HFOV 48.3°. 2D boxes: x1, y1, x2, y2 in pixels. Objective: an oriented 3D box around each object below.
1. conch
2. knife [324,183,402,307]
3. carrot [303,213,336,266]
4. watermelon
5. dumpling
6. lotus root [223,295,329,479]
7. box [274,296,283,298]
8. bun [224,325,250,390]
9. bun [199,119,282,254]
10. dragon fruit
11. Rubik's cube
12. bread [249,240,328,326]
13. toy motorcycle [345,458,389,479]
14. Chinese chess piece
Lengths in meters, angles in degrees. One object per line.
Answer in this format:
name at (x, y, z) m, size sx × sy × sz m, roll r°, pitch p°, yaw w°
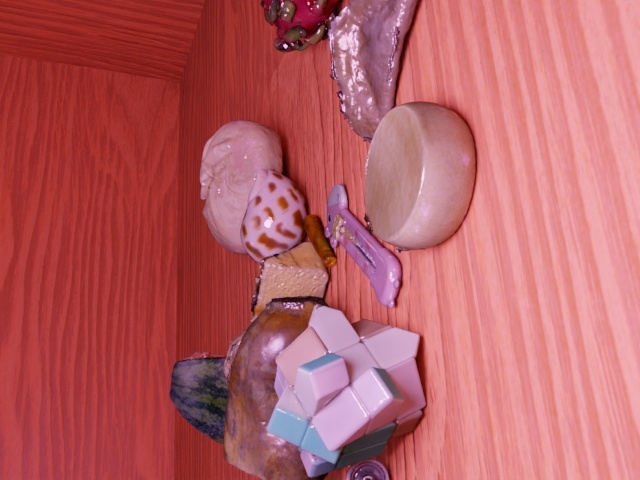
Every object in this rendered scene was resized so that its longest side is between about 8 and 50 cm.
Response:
conch at (-0.102, -0.026, 1.694) m, size 0.148 × 0.182 × 0.275 m, roll 21°, pitch 119°, yaw 40°
knife at (0.070, 0.003, 1.375) m, size 0.399 × 0.038 × 0.132 m, roll -128°, pitch 43°, yaw -61°
carrot at (0.000, 0.000, 1.569) m, size 0.171 × 0.042 × 0.042 m, roll -117°, pitch 37°, yaw -50°
watermelon at (-0.277, 0.445, 2.020) m, size 0.292 × 0.283 × 0.251 m, roll 73°, pitch -150°, yaw -73°
dumpling at (0.100, -0.356, 1.305) m, size 0.166 × 0.086 × 0.332 m, roll 33°, pitch 122°, yaw 31°
lotus root at (-0.058, 0.277, 1.384) m, size 0.250 × 0.250 × 0.346 m, roll -163°, pitch 79°, yaw -70°
box at (-0.071, 0.259, 1.571) m, size 0.044 × 0.142 × 0.285 m, roll -53°, pitch -18°, yaw -58°
bun at (-0.158, 0.319, 1.767) m, size 0.259 × 0.152 × 0.260 m, roll -176°, pitch 90°, yaw -72°
bun at (-0.216, -0.144, 1.908) m, size 0.361 × 0.212 × 0.361 m, roll -177°, pitch 90°, yaw -79°
dragon fruit at (-0.039, -0.542, 1.610) m, size 0.218 × 0.198 × 0.273 m, roll 63°, pitch 180°, yaw 3°
Rubik's cube at (0.030, 0.226, 1.127) m, size 0.213 × 0.265 × 0.224 m, roll 102°, pitch 148°, yaw -50°
bread at (-0.062, 0.142, 1.599) m, size 0.178 × 0.141 × 0.266 m, roll -42°, pitch -26°, yaw -53°
toy motorcycle at (0.007, 0.487, 1.232) m, size 0.127 × 0.275 × 0.205 m, roll 58°, pitch 174°, yaw 13°
Chinese chess piece at (0.148, -0.098, 1.106) m, size 0.237 × 0.092 × 0.238 m, roll -176°, pitch 90°, yaw -69°
